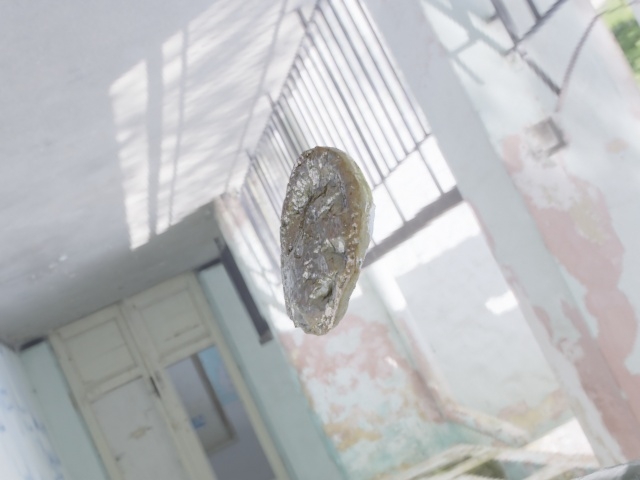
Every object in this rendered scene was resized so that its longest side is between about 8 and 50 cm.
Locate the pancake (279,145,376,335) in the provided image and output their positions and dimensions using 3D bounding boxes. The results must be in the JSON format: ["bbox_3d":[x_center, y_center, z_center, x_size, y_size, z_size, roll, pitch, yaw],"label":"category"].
[{"bbox_3d":[0.000,0.000,0.624,0.022,0.139,0.139,7,157,-27],"label":"pancake"}]

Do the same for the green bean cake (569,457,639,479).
[{"bbox_3d":[0.131,0.213,0.310,0.227,0.222,0.125,-35,171,-22],"label":"green bean cake"}]
